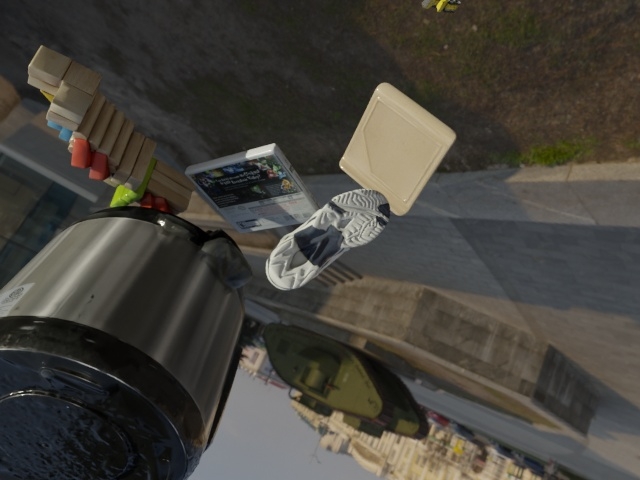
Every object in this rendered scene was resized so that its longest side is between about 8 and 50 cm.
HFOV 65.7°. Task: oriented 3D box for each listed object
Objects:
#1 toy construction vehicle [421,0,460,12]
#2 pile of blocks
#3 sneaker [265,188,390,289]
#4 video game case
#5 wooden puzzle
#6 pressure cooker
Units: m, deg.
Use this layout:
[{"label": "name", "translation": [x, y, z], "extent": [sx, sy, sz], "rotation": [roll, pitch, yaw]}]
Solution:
[{"label": "toy construction vehicle", "translation": [0.248, -0.497, 0.984], "extent": [0.098, 0.035, 0.086], "rotation": [-14, 159, -29]}, {"label": "pile of blocks", "translation": [-0.351, -0.127, 0.803], "extent": [0.149, 0.113, 0.362], "rotation": [-4, 148, 20]}, {"label": "sneaker", "translation": [0.000, 0.000, 0.834], "extent": [0.094, 0.235, 0.153], "rotation": [50, 162, -8]}, {"label": "video game case", "translation": [-0.113, -0.083, 0.868], "extent": [0.190, 0.022, 0.173], "rotation": [-8, 139, 29]}, {"label": "wooden puzzle", "translation": [0.175, -0.211, 1.164], "extent": [0.221, 0.044, 0.239], "rotation": [42, 127, 17]}, {"label": "pressure cooker", "translation": [-0.312, 0.147, 0.801], "extent": [0.369, 0.420, 0.376], "rotation": [12, 123, -3]}]
